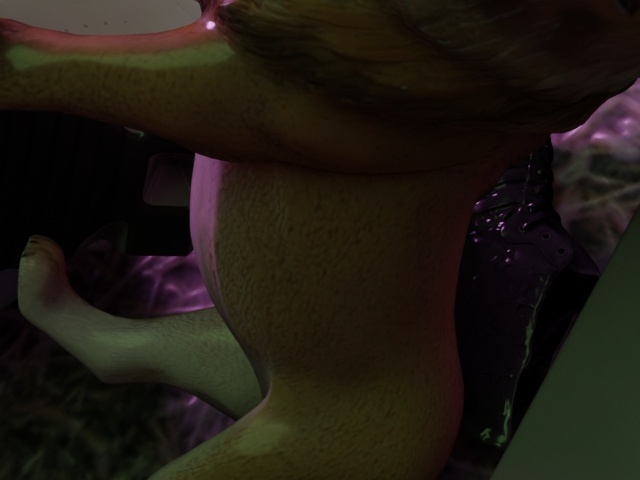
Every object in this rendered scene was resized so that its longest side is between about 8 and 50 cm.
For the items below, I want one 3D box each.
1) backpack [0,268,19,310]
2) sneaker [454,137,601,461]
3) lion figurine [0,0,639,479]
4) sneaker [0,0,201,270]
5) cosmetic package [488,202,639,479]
[{"bbox_3d":[-0.225,-0.033,0.662,0.188,0.144,0.165,-8,53,10],"label":"backpack"},{"bbox_3d":[0.085,0.001,0.554,0.089,0.051,0.170,23,76,34],"label":"sneaker"},{"bbox_3d":[0.000,0.000,0.457,0.240,0.392,0.142,7,44,1],"label":"lion figurine"},{"bbox_3d":[-0.118,-0.071,0.581,0.331,0.122,0.146,6,42,-24],"label":"sneaker"},{"bbox_3d":[0.168,0.017,0.428,0.107,0.127,0.238,28,83,43],"label":"cosmetic package"}]
